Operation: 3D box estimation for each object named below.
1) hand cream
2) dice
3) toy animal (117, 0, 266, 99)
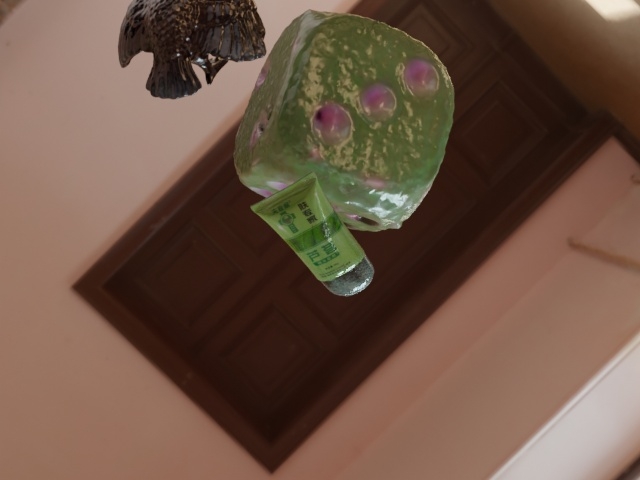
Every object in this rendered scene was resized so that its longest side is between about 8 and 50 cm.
[{"bbox_3d":[0.000,0.000,1.102,0.175,0.095,0.046,51,-155,-28],"label":"hand cream"},{"bbox_3d":[0.038,-0.209,1.623,0.322,0.330,0.318,22,168,-17],"label":"dice"},{"bbox_3d":[-0.171,-0.276,1.081,0.116,0.218,0.180,-45,-45,-55],"label":"toy animal"}]
